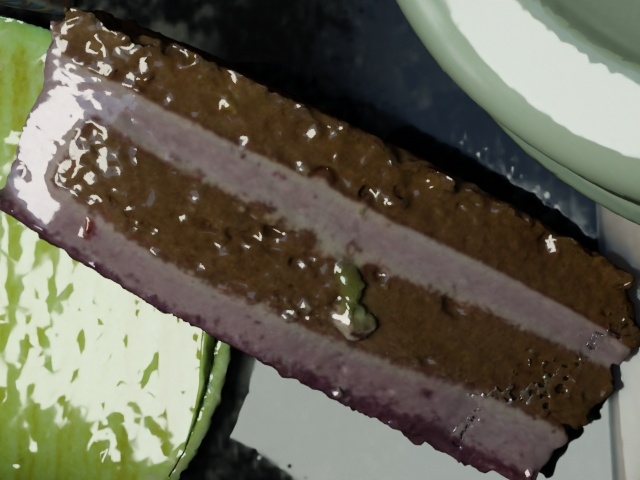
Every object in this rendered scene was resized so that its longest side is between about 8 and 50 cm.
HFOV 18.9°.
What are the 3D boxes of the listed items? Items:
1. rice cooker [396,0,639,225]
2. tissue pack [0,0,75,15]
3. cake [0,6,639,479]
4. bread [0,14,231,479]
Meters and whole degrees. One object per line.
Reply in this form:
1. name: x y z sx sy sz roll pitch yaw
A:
1. rice cooker: 0.185 -0.148 0.690 0.335 0.325 0.335 0 89 18
2. tissue pack: -0.189 -0.153 0.900 0.115 0.155 0.065 17 95 16
3. cake: 0.000 0.000 0.863 0.295 0.113 0.116 29 97 -6
4. bread: -0.183 0.028 0.954 0.301 0.045 0.301 1 92 16
